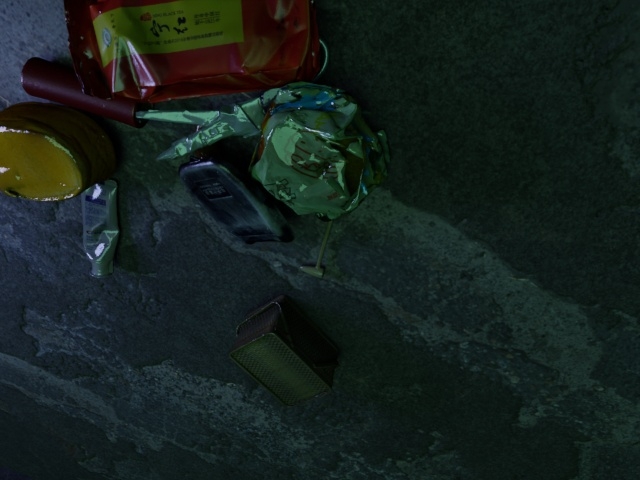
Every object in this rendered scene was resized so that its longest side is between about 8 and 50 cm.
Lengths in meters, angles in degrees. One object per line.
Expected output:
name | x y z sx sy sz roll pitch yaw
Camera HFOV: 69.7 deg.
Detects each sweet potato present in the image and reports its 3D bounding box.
sweet potato | -0.212 -0.144 0.972 0.078 0.058 0.255 -23 122 0

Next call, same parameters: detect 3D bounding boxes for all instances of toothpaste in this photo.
toothpaste | -0.535 -0.034 1.117 0.096 0.061 0.266 14 118 4

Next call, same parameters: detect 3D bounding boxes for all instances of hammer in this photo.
hammer | 0.000 0.000 1.046 0.060 0.028 0.195 20 122 6

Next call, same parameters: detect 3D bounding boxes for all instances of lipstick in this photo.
lipstick | -0.459 -0.292 0.910 0.241 0.080 0.080 16 125 0

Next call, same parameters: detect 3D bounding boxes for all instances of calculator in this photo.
calculator | -0.175 -0.076 0.940 0.177 0.040 0.268 -4 137 39

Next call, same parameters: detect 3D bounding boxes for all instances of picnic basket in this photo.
picnic basket | -0.086 0.289 1.179 0.165 0.139 0.267 -31 113 27

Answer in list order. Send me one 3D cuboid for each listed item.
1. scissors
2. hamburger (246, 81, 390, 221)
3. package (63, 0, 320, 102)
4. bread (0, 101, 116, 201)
scissors | -0.153 -0.235 0.875 0.383 0.029 0.256 -8 122 3
hamburger | 0.005 -0.137 0.841 0.276 0.150 0.260 27 121 -22
package | -0.202 -0.343 0.762 0.423 0.123 0.196 -5 96 10
bread | -0.572 -0.185 0.964 0.269 0.143 0.195 4 126 11
